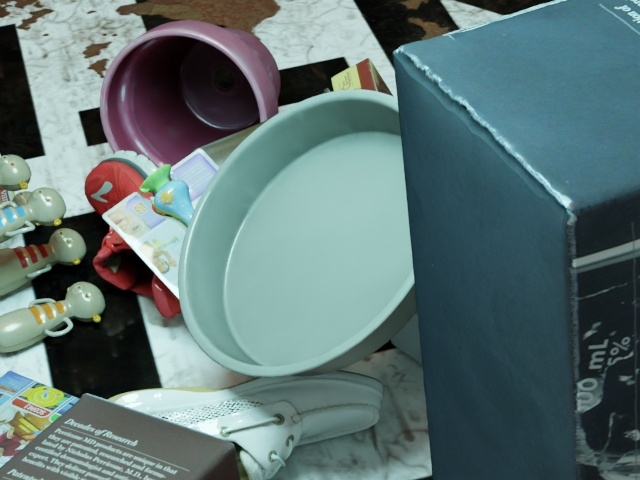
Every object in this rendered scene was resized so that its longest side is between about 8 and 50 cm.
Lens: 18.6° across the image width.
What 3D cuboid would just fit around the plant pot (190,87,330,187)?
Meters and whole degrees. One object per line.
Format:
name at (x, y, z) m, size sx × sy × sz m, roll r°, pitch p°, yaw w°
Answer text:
plant pot at (-0.045, -0.062, 2.117) m, size 0.165 × 0.167 × 0.167 m, roll -18°, pitch 33°, yaw -2°

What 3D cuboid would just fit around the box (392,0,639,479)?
box at (0.341, 0.039, 1.572) m, size 0.472 × 0.479 × 0.297 m, roll -18°, pitch 35°, yaw -15°

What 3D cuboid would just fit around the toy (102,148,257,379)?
toy at (-0.094, 0.011, 1.986) m, size 0.137 × 0.056 × 0.237 m, roll -37°, pitch 71°, yaw -26°

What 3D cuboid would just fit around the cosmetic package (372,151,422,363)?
cosmetic package at (0.281, -0.048, 1.955) m, size 0.453 × 0.230 × 0.161 m, roll -28°, pitch 38°, yaw -27°

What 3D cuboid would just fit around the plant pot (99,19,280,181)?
plant pot at (-0.132, -0.167, 2.273) m, size 0.201 × 0.201 × 0.180 m, roll 3°, pitch 19°, yaw 16°

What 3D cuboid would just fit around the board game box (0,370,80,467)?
board game box at (-0.269, 0.200, 1.859) m, size 0.201 × 0.035 × 0.136 m, roll 18°, pitch 40°, yaw 34°

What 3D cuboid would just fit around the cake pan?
cake pan at (0.000, 0.000, 1.795) m, size 0.293 × 0.054 × 0.293 m, roll -20°, pitch 53°, yaw 28°

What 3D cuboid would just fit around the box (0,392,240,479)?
box at (-0.181, 0.265, 1.616) m, size 0.167 × 0.168 × 0.203 m, roll 14°, pitch 38°, yaw 31°

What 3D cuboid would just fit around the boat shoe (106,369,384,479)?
boat shoe at (-0.068, 0.186, 1.801) m, size 0.277 × 0.098 × 0.096 m, roll -7°, pitch 58°, yaw -14°

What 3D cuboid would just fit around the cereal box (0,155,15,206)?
cereal box at (-0.492, -0.064, 2.299) m, size 0.240 × 0.047 × 0.173 m, roll -17°, pitch 35°, yaw -14°

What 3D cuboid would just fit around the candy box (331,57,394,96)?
candy box at (0.082, -0.093, 2.100) m, size 0.053 × 0.186 × 0.109 m, roll -27°, pitch 32°, yaw 11°

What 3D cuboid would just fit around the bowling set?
bowling set at (-0.332, -0.029, 2.088) m, size 0.154 × 0.199 × 0.287 m, roll -22°, pitch 39°, yaw -23°

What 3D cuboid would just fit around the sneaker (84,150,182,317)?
sneaker at (-0.200, -0.007, 2.106) m, size 0.118 × 0.107 × 0.279 m, roll -28°, pitch 37°, yaw -20°
